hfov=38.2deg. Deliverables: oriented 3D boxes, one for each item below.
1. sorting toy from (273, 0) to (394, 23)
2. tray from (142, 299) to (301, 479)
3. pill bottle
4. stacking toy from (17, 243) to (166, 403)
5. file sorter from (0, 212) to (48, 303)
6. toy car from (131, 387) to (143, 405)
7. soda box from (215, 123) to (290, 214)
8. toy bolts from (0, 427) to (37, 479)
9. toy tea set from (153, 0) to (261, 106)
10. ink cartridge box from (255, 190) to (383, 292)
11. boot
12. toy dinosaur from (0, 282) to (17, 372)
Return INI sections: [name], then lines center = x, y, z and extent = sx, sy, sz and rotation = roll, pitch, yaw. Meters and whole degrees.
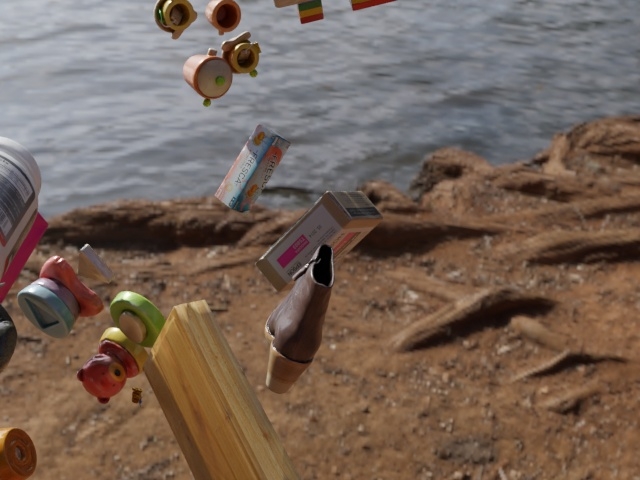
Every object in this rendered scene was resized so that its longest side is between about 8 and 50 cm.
[sorting toy]
center = 0.018, -0.527, 1.751
extent = 0.257, 0.089, 0.256
rotation = -15, 51, -2
[tray]
center = -0.177, 0.330, 1.616
extent = 0.076, 0.203, 0.411
rotation = -11, 57, -38
[pill bottle]
center = -0.638, -0.048, 1.690
extent = 0.210, 0.210, 0.363
rotation = 3, 26, -3
[stacking toy]
center = -0.467, 0.174, 1.862
extent = 0.309, 0.279, 0.130
rotation = 45, 52, -8
[file sorter]
center = -0.883, 0.006, 2.372
extent = 0.182, 0.202, 0.291
rotation = 11, 61, 23
[toy car]
center = -0.322, 0.325, 1.882
extent = 0.122, 0.041, 0.060
rotation = 12, 7, 0
[soda box]
center = -0.142, -0.149, 1.942
extent = 0.063, 0.183, 0.058
rotation = 37, 8, 33
[toy bolts]
center = -0.579, 0.436, 1.537
extent = 0.158, 0.229, 0.218
rotation = -22, -3, 14
[toy tea set]
center = -0.238, -0.462, 2.007
extent = 0.200, 0.336, 0.124
rotation = -37, 37, -17
[ink cartridge box]
center = 0.000, 0.000, 1.985
extent = 0.088, 0.234, 0.193
rotation = 51, 21, 12
[boot]
center = -0.017, 0.095, 1.408
extent = 0.090, 0.207, 0.248
rotation = 21, 24, -5
[toy dinosaur]
center = -0.675, 0.225, 1.841
extent = 0.160, 0.121, 0.314
rotation = 12, 42, 8
